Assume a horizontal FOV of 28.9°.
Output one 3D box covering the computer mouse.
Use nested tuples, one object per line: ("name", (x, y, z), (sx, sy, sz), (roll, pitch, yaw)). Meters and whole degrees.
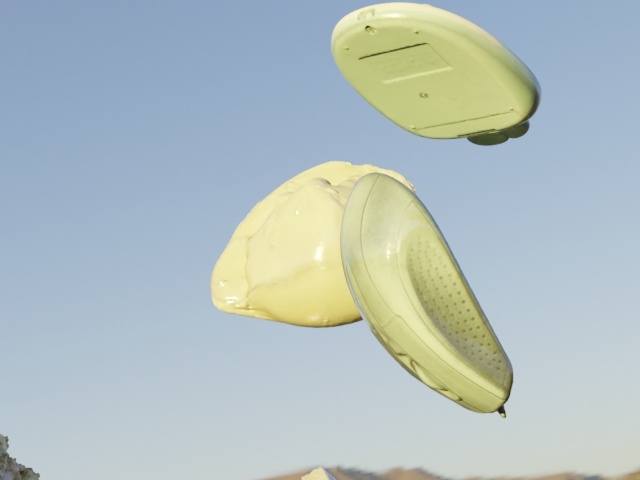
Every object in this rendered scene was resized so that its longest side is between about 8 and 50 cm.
("computer mouse", (0.125, 0.090, 1.632), (0.122, 0.371, 0.188), (-32, 1, -17))

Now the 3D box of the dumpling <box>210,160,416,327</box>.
("dumpling", (0.000, 0.000, 2.111), (0.395, 0.315, 0.233), (-19, -45, 18))

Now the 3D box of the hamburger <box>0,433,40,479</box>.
("hamburger", (-0.460, 0.322, 1.530), (0.157, 0.144, 0.283), (-32, 0, 4))

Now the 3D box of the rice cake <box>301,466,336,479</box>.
("rice cake", (0.053, 0.462, 1.925), (0.050, 0.106, 0.298), (-37, 25, -3))

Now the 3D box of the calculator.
("calculator", (0.130, -0.167, 1.327), (0.184, 0.042, 0.295), (-8, -26, 36))
